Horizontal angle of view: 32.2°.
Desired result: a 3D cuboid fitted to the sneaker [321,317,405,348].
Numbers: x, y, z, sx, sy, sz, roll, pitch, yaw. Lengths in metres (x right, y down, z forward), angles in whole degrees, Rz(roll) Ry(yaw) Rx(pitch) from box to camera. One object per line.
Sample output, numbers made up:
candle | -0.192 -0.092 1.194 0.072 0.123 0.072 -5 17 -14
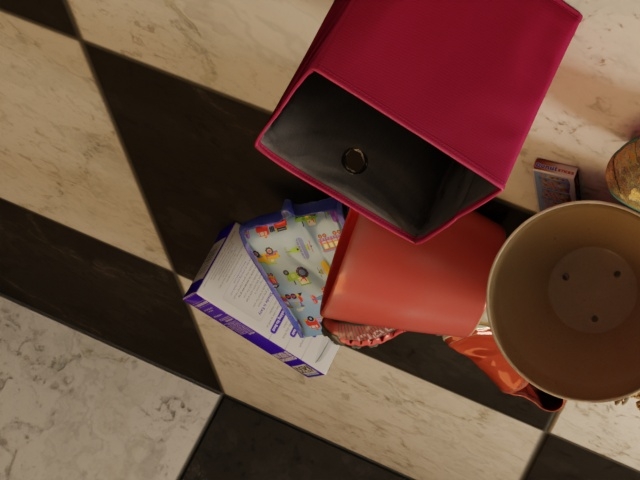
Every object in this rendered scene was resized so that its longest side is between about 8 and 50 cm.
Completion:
sneaker | 0.135 0.114 1.972 0.276 0.097 0.135 -8 137 -2

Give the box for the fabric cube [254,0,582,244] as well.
fabric cube | 0.110 -0.190 1.340 0.254 0.258 0.259 30 158 -9

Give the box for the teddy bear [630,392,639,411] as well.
teddy bear | 0.651 0.263 1.904 0.338 0.113 0.245 26 134 -4

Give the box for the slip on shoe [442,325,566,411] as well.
slip on shoe | 0.364 0.236 2.123 0.331 0.101 0.123 31 140 -32

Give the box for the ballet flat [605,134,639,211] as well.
ballet flat | 0.533 -0.037 1.400 0.348 0.123 0.123 27 158 2

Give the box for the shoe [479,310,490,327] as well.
shoe | 0.317 0.120 1.982 0.076 0.058 0.219 60 -159 20

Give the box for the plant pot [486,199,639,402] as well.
plant pot | 0.398 0.082 1.633 0.284 0.284 0.191 21 -172 14

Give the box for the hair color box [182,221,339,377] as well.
hair color box | -0.102 0.132 2.390 0.339 0.185 0.110 34 158 -13

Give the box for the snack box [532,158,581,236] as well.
snack box | 0.356 -0.058 1.660 0.064 0.022 0.178 16 156 24

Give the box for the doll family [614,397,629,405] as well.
doll family | 0.555 0.261 2.079 0.111 0.076 0.193 40 150 -19

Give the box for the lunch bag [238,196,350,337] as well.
lunch bag | -0.001 0.035 2.072 0.221 0.138 0.293 -12 134 29

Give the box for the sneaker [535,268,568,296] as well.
sneaker | 0.346 0.094 1.857 0.152 0.114 0.305 32 170 35

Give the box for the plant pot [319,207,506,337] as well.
plant pot | 0.154 0.030 1.804 0.243 0.275 0.275 19 158 -2
